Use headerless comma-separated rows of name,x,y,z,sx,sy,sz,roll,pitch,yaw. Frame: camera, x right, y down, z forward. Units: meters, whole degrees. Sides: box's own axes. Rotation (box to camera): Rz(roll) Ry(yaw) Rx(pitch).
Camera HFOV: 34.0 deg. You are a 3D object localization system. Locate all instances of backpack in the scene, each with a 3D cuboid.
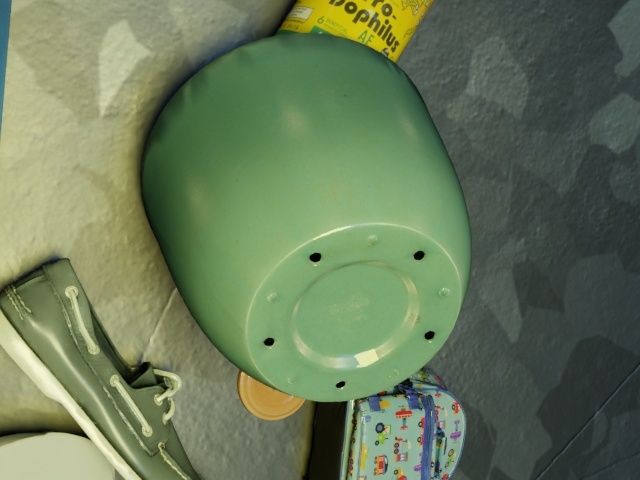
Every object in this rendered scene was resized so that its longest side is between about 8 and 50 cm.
backpack,0.084,0.214,1.122,0.173,0.117,0.158,5,95,-29

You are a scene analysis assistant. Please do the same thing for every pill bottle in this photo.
pill bottle,0.046,-0.239,1.041,0.117,0.117,0.208,36,81,-25

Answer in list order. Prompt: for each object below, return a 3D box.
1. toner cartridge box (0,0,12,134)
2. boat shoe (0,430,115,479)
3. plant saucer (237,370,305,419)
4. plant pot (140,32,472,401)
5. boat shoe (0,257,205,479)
toner cartridge box,-0.329,-0.081,0.787,0.165,0.075,0.348,12,49,-26
boat shoe,-0.321,0.225,0.928,0.301,0.102,0.108,1,91,-52
plant saucer,-0.047,0.150,1.106,0.083,0.013,0.084,-3,98,-26
plant pot,0.000,0.000,0.926,0.292,0.235,0.293,-8,126,-12
boat shoe,-0.179,0.153,0.988,0.099,0.116,0.319,-42,107,-11
